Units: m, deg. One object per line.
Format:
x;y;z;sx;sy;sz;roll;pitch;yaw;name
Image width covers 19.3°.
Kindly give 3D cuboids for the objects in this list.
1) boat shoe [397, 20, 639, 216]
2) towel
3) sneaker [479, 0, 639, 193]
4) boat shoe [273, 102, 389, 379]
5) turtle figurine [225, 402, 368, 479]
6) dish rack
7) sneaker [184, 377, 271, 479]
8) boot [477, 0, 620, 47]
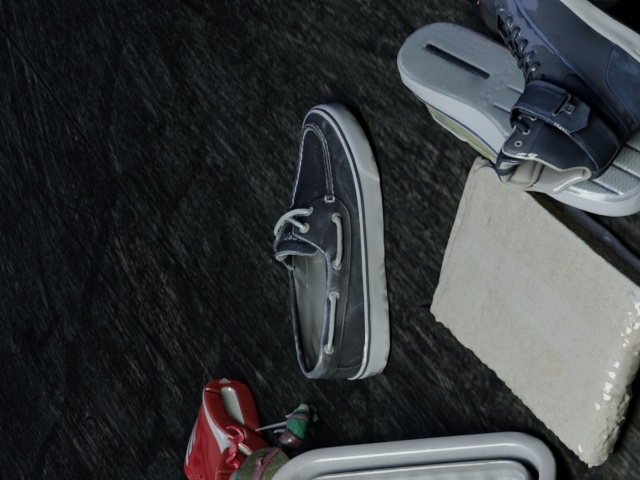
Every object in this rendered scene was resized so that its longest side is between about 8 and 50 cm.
0.196;-0.105;1.696;0.109;0.094;0.302;-47;52;-6;boat shoe
0.206;0.057;1.725;0.282;0.049;0.187;47;131;46;towel
0.170;-0.141;1.592;0.226;0.163;0.086;37;171;18;sneaker
0.000;0.000;2.005;0.108;0.102;0.301;-13;80;58;boat shoe
-0.027;0.271;2.062;0.234;0.118;0.175;-1;91;53;turtle figurine
0.077;0.325;1.698;0.333;0.285;0.072;-80;-23;-46;dish rack
-0.104;0.285;2.231;0.128;0.087;0.221;114;154;-48;sneaker
0.182;-0.296;1.713;0.176;0.088;0.244;-32;68;57;boot
